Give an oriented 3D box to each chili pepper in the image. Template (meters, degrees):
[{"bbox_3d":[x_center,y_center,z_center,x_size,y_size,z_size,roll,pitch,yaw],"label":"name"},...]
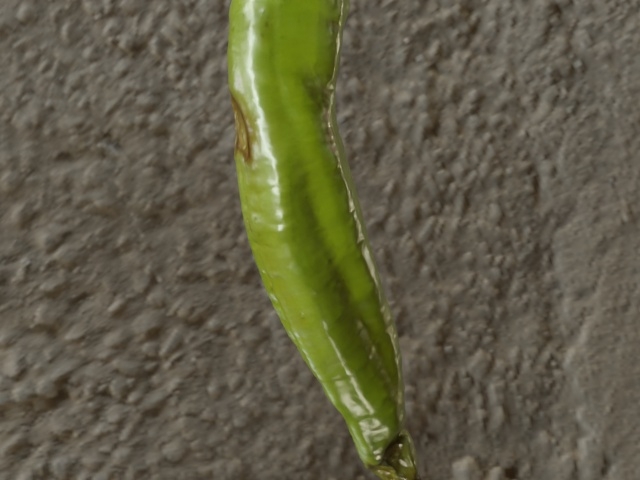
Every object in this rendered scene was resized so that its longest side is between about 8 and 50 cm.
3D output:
[{"bbox_3d":[-0.001,0.000,0.372,0.043,0.049,0.208,-7,107,8],"label":"chili pepper"}]
